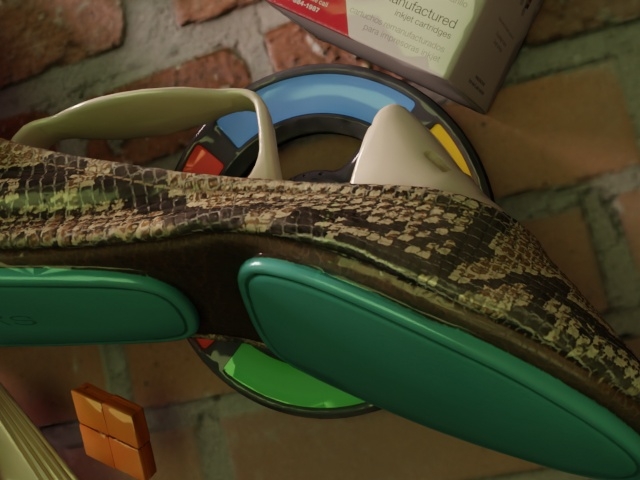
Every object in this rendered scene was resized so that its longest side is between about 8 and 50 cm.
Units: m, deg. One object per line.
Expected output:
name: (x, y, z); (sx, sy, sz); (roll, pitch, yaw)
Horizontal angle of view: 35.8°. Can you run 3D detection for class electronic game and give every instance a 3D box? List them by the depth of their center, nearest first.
electronic game: (0.000, 0.000, 0.641); (0.229, 0.048, 0.229); (0, 89, 19)

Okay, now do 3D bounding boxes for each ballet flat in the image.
ballet flat: (-0.040, -0.005, 0.559); (0.483, 0.164, 0.182); (9, 62, 13)

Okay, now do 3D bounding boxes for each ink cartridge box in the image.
ink cartridge box: (0.071, -0.186, 0.579); (0.128, 0.127, 0.176); (28, 97, 18)

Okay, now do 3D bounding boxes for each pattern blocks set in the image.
pattern blocks set: (-0.226, 0.192, 0.683); (0.325, 0.026, 0.285); (43, 111, 5)
